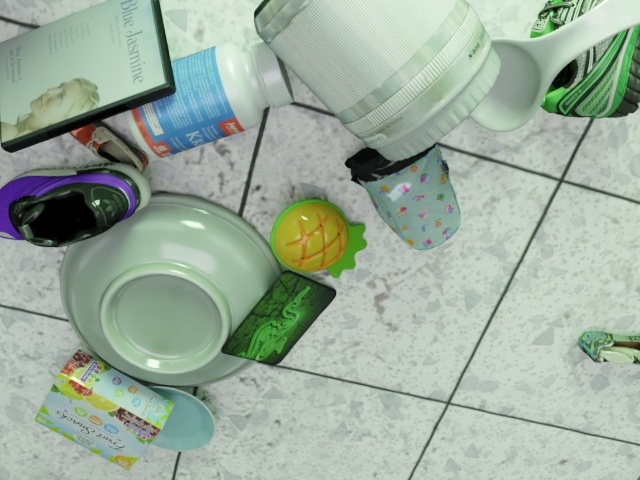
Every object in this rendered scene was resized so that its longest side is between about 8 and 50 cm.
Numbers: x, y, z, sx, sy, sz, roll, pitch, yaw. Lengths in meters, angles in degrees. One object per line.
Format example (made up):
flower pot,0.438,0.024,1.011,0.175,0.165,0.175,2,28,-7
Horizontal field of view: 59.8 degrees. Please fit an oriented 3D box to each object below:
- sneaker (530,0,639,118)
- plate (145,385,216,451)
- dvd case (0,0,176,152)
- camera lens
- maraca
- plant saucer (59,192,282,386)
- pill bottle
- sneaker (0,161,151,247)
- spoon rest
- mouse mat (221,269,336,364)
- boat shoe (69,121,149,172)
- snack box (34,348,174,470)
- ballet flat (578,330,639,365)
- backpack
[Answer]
sneaker,0.367,-0.326,0.746,0.146,0.134,0.343,-6,116,2
plate,-0.296,0.348,1.104,0.188,0.024,0.188,3,122,5
dvd case,-0.328,-0.238,0.765,0.253,0.180,0.022,-18,159,7
camera lens,0.069,-0.267,0.718,0.219,0.219,0.274,-41,110,16
maraca,0.000,0.000,0.917,0.186,0.099,0.127,21,105,-36
plant saucer,-0.260,0.119,0.964,0.400,0.100,0.400,0,116,-1
pill bottle,-0.156,-0.206,0.794,0.221,0.124,0.124,-17,115,8
sneaker,-0.416,-0.042,0.837,0.293,0.146,0.102,-10,117,19
spoon rest,0.286,-0.238,0.744,0.137,0.084,0.276,59,147,-3
mouse mat,-0.069,0.141,0.977,0.189,0.007,0.152,-51,138,12
boat shoe,-0.333,-0.147,0.864,0.137,0.043,0.049,32,113,-14
snack box,-0.407,0.323,1.049,0.207,0.070,0.174,34,123,-9
ballet flat,0.587,0.214,1.053,0.188,0.070,0.070,4,116,-4
backpack,0.140,-0.074,0.873,0.152,0.115,0.182,-26,116,8
